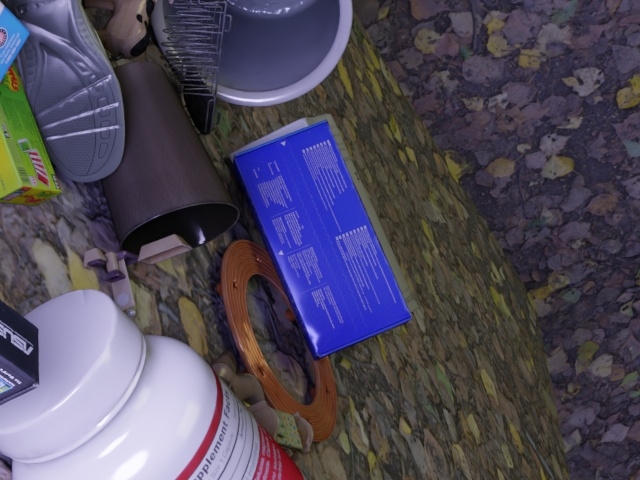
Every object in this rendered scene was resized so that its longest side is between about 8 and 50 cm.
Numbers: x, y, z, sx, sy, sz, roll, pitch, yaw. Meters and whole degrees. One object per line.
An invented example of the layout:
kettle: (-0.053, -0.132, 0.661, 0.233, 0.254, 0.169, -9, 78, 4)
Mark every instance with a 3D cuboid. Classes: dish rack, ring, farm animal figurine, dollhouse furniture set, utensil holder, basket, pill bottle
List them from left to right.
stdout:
dollhouse furniture set: (-0.218, 0.042, 1.692, 0.091, 0.114, 0.081, 29, 44, -66)
farm animal figurine: (-0.246, -0.444, 1.914, 0.327, 0.172, 0.330, -78, 175, -57)
basket: (-0.227, -0.111, 1.821, 0.227, 0.154, 0.204, 65, 19, 14)
pill bottle: (-0.160, 0.245, 1.387, 0.407, 0.229, 0.229, 53, 21, -33)
dish rack: (-0.198, -0.305, 2.102, 0.208, 0.074, 0.271, -121, -145, -58)
utensil holder: (-0.107, -0.454, 2.355, 0.327, 0.328, 0.385, 57, 16, -24)
dollhouse furniture set: (-0.077, 0.297, 1.767, 0.182, 0.101, 0.161, 31, 38, -61)
ring: (-0.068, 0.156, 2.109, 0.336, 0.032, 0.336, 54, 21, -32)

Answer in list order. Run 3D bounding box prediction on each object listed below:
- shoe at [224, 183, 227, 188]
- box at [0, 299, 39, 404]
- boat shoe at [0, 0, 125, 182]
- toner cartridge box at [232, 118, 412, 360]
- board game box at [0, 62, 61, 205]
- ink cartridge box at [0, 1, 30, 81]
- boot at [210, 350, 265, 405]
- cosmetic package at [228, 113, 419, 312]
shoe: (-0.191, -0.098, 2.050, 0.081, 0.063, 0.178, -47, 116, -73)
box: (-0.377, 0.068, 1.021, 0.270, 0.216, 0.060, 48, 23, -45)
boat shoe: (-0.322, -0.230, 1.698, 0.103, 0.118, 0.320, -109, 180, -70)
toner cartridge box: (0.000, 0.000, 2.171, 0.075, 0.165, 0.348, 120, -52, -78)
board game box: (-0.372, -0.133, 1.595, 0.181, 0.043, 0.092, 68, 17, 9)
ink cartridge box: (-0.419, -0.221, 1.403, 0.203, 0.086, 0.148, 48, 60, -43)
boot: (-0.118, 0.211, 1.882, 0.118, 0.042, 0.087, 55, 26, -25)
cosmetic package: (0.011, -0.012, 2.356, 0.385, 0.156, 0.217, 64, 15, -1)
